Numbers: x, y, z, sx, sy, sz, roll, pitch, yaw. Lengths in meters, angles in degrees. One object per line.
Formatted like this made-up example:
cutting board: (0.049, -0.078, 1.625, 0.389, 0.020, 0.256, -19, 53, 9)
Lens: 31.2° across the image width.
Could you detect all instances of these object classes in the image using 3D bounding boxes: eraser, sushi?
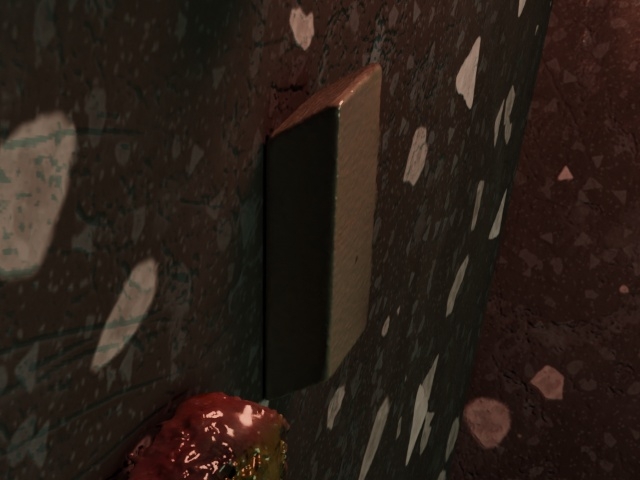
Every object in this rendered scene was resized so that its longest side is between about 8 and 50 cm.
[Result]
eraser: (-0.001, 0.000, 1.109, 0.111, 0.077, 0.353, -48, 147, -51)
sushi: (-0.093, 0.197, 0.927, 0.241, 0.107, 0.161, 61, 42, -64)
